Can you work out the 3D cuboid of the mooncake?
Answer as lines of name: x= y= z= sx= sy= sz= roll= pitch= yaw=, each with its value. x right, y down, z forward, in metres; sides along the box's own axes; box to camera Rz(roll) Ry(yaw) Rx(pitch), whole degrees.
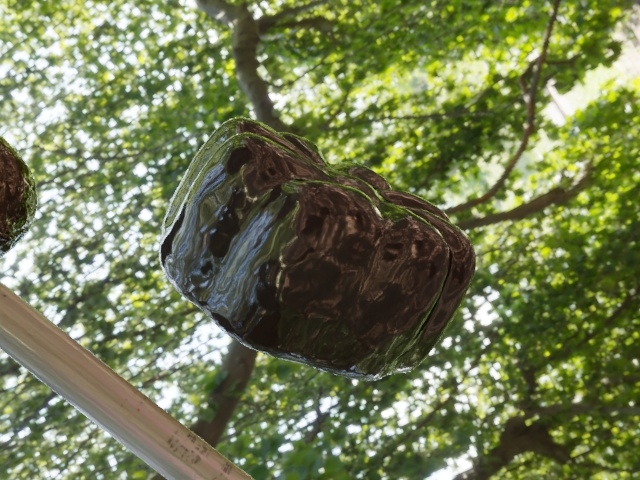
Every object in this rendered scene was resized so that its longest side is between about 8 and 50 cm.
mooncake: x=0.000 y=0.000 z=0.671 sx=0.306 sy=0.154 sz=0.306 roll=27 pitch=-167 yaw=-7

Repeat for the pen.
pen: x=-0.141 y=0.072 z=0.384 sx=0.269 sy=0.033 sz=0.033 roll=39 pitch=-160 yaw=-5

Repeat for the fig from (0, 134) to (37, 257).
fig: x=-0.491 y=-0.043 z=0.899 sx=0.214 sy=0.235 sz=0.235 roll=28 pitch=-155 yaw=-8
